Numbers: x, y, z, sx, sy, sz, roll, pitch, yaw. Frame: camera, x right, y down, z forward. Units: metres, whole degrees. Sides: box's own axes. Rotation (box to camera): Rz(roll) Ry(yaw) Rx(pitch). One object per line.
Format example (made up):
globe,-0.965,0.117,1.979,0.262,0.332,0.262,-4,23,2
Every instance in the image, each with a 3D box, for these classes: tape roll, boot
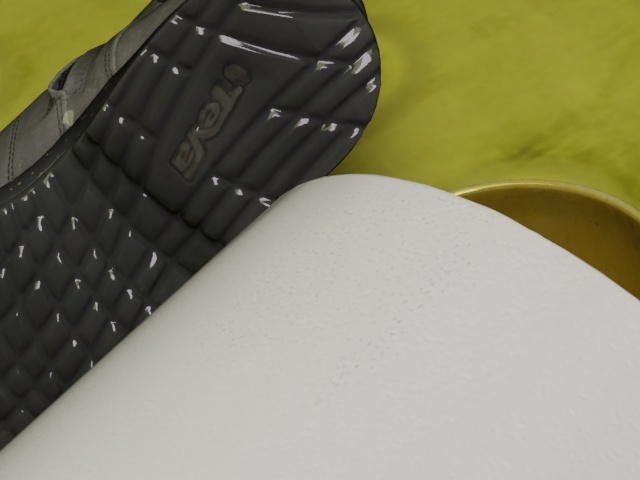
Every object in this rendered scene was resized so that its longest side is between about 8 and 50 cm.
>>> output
tape roll,0.014,0.127,0.534,0.246,0.246,0.169,26,57,39
boot,-0.104,-0.015,0.840,0.338,0.118,0.223,-36,16,10

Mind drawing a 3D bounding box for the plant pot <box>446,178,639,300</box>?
plant pot,0.072,0.057,0.701,0.134,0.095,0.134,-11,42,10
